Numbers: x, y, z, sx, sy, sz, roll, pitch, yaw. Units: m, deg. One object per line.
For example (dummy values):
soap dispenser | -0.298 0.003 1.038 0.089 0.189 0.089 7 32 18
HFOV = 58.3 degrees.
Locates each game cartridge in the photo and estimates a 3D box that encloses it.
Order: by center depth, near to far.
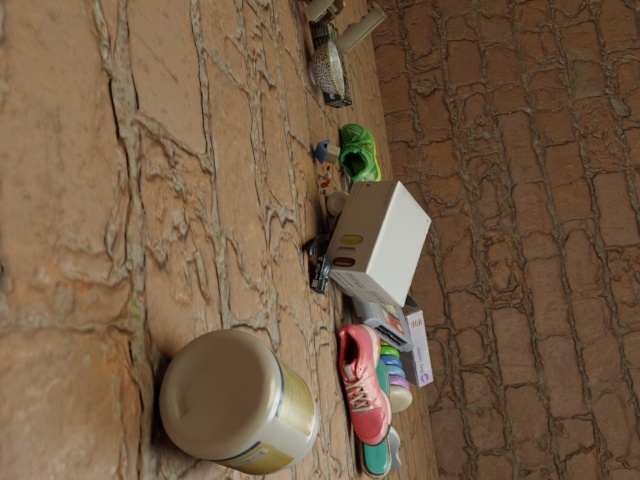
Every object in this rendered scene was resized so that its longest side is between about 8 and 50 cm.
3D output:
game cartridge | 0.179 0.205 1.711 0.294 0.060 0.196 39 24 -49

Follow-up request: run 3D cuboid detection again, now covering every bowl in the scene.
bowl | 0.012 -0.514 1.729 0.170 0.080 0.170 -10 90 -76

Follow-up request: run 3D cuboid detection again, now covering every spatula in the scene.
spatula | 0.000 0.000 1.432 0.296 0.030 0.084 -44 132 -73

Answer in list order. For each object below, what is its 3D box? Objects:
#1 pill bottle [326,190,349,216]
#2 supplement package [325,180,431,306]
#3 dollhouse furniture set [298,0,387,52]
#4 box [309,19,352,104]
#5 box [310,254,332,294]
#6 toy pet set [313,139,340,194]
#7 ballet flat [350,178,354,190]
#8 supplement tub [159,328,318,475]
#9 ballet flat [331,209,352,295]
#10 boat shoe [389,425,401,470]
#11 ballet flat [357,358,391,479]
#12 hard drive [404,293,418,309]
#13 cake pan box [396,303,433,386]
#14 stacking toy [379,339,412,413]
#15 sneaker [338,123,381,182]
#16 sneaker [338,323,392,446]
pill bottle | 0.070 -0.100 1.682 0.137 0.078 0.078 9 72 -76
supplement package | 0.150 0.007 1.485 0.204 0.145 0.261 42 62 -44
dollhouse furniture set | 0.053 -0.696 1.676 0.242 0.161 0.212 49 19 -5
box | 0.039 -0.591 1.935 0.216 0.060 0.270 -39 118 -74
box | 0.002 0.082 1.362 0.067 0.018 0.083 47 54 -66
toy pet set | 0.005 -0.212 1.590 0.122 0.065 0.114 -81 -168 -45
ballet flat | 0.160 -0.129 2.028 0.087 0.083 0.247 -3 85 -36
supplement tub | -0.089 0.206 0.704 0.199 0.144 0.144 59 25 -56
ballet flat | 0.061 0.034 1.566 0.086 0.086 0.248 -58 141 -70
boat shoe | 0.186 0.588 1.682 0.258 0.095 0.084 82 4 -46
ballet flat | 0.133 0.476 1.547 0.106 0.108 0.316 97 -3 -62
hard drive | 0.275 0.232 2.058 0.255 0.054 0.172 45 -25 52
cake pan box | 0.272 0.342 1.948 0.246 0.070 0.266 -167 -116 -67
stacking toy | 0.189 0.359 1.777 0.141 0.141 0.330 65 14 -46
sneaker | 0.124 -0.300 1.947 0.123 0.109 0.295 27 37 -44
sneaker | 0.092 0.361 1.459 0.136 0.116 0.313 30 46 -55
